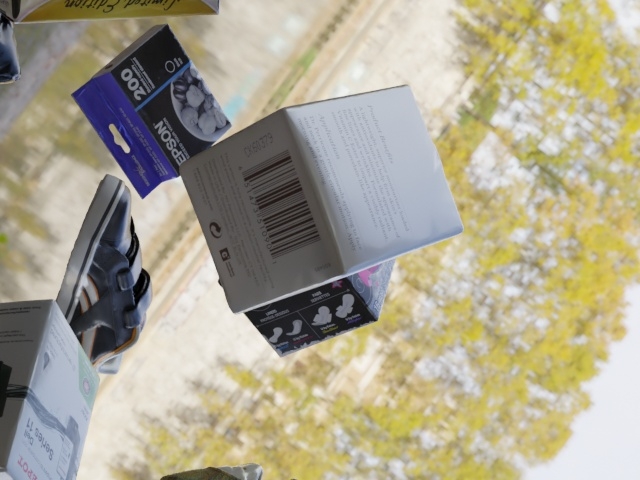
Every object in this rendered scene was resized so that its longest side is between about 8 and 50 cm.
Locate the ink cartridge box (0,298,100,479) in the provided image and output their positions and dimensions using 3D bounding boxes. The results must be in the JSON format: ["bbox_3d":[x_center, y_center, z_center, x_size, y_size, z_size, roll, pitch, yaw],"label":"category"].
[{"bbox_3d":[-0.308,0.188,1.086,0.153,0.087,0.208,75,14,-46],"label":"ink cartridge box"}]

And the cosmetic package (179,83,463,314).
[{"bbox_3d":[0.003,-0.039,0.966,0.151,0.151,0.183,-22,176,43],"label":"cosmetic package"}]

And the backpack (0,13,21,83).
[{"bbox_3d":[-0.446,-0.350,1.039,0.290,0.273,0.356,-6,108,-55],"label":"backpack"}]

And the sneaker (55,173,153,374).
[{"bbox_3d":[-0.278,0.053,1.400,0.126,0.127,0.321,-80,-166,-50],"label":"sneaker"}]

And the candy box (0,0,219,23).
[{"bbox_3d":[-0.146,-0.271,0.717,0.071,0.159,0.233,37,-51,48],"label":"candy box"}]

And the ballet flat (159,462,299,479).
[{"bbox_3d":[-0.090,0.433,1.737,0.123,0.348,0.123,23,90,-88],"label":"ballet flat"}]

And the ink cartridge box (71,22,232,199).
[{"bbox_3d":[-0.263,-0.207,1.681,0.045,0.206,0.208,-4,-144,47],"label":"ink cartridge box"}]

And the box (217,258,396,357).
[{"bbox_3d":[0.000,0.000,1.354,0.163,0.142,0.247,-24,-153,31],"label":"box"}]
